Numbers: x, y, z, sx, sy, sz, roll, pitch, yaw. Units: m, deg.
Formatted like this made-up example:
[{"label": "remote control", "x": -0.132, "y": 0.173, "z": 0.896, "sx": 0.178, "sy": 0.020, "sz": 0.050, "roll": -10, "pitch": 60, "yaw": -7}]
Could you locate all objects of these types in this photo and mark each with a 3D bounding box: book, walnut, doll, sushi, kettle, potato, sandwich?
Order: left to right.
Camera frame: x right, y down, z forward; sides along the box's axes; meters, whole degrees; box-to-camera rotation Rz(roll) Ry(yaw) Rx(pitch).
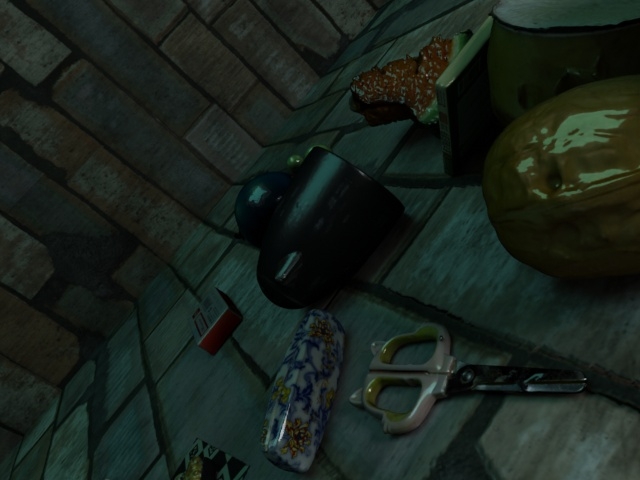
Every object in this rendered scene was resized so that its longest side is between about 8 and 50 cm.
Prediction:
[{"label": "sushi", "x": -0.259, "y": 0.468, "z": 0.812, "sx": 0.264, "sy": 0.050, "sz": 0.289, "roll": -14, "pitch": 40, "yaw": 56}, {"label": "doll", "x": -0.080, "y": -0.094, "z": 1.233, "sx": 0.322, "sy": 0.198, "sz": 0.186, "roll": -35, "pitch": 36, "yaw": 9}, {"label": "kettle", "x": 0.000, "y": 0.000, "z": 0.963, "sx": 0.290, "sy": 0.208, "sz": 0.268, "roll": -57, "pitch": -8, "yaw": 3}, {"label": "sandwich", "x": 0.203, "y": -0.318, "z": 1.109, "sx": 0.301, "sy": 0.162, "sz": 0.250, "roll": 7, "pitch": 67, "yaw": 29}, {"label": "book", "x": 0.259, "y": -0.241, "z": 0.801, "sx": 0.027, "sy": 0.264, "sz": 0.202, "roll": 35, "pitch": 83, "yaw": 25}, {"label": "walnut", "x": 0.272, "y": -0.056, "z": 0.492, "sx": 0.226, "sy": 0.193, "sz": 0.193, "roll": -4, "pitch": 48, "yaw": 53}, {"label": "potato", "x": 0.359, "y": -0.229, "z": 0.641, "sx": 0.300, "sy": 0.196, "sz": 0.246, "roll": -20, "pitch": 40, "yaw": -7}]

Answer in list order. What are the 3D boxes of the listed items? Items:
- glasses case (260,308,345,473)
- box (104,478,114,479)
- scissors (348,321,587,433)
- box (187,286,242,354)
[{"label": "glasses case", "x": -0.020, "y": 0.211, "z": 0.736, "sx": 0.065, "sy": 0.087, "sz": 0.247, "roll": -26, "pitch": 31, "yaw": 38}, {"label": "box", "x": -0.426, "y": 0.581, "z": 0.894, "sx": 0.155, "sy": 0.067, "sz": 0.242, "roll": -49, "pitch": 21, "yaw": 17}, {"label": "scissors", "x": 0.151, "y": 0.157, "z": 0.583, "sx": 0.318, "sy": 0.024, "sz": 0.160, "roll": -18, "pitch": 36, "yaw": 52}, {"label": "box", "x": -0.278, "y": 0.204, "z": 1.298, "sx": 0.122, "sy": 0.050, "sz": 0.229, "roll": -53, "pitch": 22, "yaw": -7}]
